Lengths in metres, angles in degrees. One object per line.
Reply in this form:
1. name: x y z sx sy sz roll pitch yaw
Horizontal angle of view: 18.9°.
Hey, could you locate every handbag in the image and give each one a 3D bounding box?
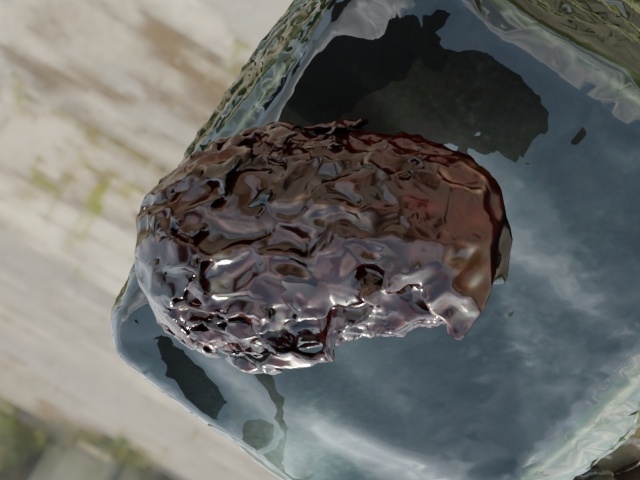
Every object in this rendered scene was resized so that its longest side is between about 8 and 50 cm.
1. handbag: 0.082 -0.030 0.939 0.247 0.240 0.341 36 128 0

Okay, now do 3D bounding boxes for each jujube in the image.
1. jujube: -0.001 -0.004 0.773 0.166 0.104 0.104 -9 149 30

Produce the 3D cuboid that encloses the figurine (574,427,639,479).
1. figurine: 0.167 0.115 1.260 0.248 0.381 0.203 -7 176 -1
